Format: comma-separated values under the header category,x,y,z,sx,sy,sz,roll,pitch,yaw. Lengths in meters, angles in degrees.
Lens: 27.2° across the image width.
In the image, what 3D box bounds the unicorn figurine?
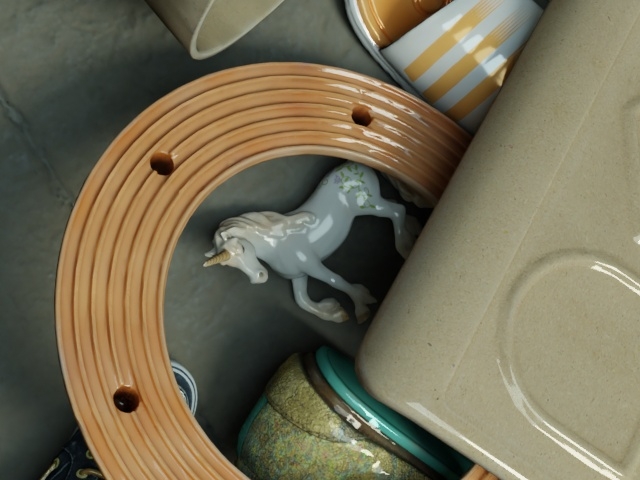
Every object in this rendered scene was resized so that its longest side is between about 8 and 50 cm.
category,x,y,z,sx,sy,sz,roll,pitch,yaw
unicorn figurine,0.000,0.000,0.841,0.111,0.060,0.162,46,63,-15

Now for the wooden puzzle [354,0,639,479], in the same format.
category,x,y,z,sx,sy,sz,roll,pitch,yaw
wooden puzzle,0.226,0.047,0.800,0.348,0.080,0.322,33,67,-6

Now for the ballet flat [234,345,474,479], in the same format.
category,x,y,z,sx,sy,sz,roll,pitch,yaw
ballet flat,0.092,0.198,0.857,0.349,0.123,0.123,35,82,-17

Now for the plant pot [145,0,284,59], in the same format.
category,x,y,z,sx,sy,sz,roll,pitch,yaw
plant pot,-0.083,-0.283,0.710,0.274,0.256,0.256,42,80,-1

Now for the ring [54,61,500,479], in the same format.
category,x,y,z,sx,sy,sz,roll,pitch,yaw
ring,0.009,0.053,0.766,0.337,0.032,0.336,10,65,-22

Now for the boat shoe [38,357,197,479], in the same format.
category,x,y,z,sx,sy,sz,roll,pitch,yaw
boat shoe,-0.132,0.151,0.786,0.065,0.083,0.183,42,80,-16

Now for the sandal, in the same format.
category,x,y,z,sx,sy,sz,roll,pitch,yaw
sandal,0.132,-0.100,0.862,0.265,0.076,0.102,45,79,-15
